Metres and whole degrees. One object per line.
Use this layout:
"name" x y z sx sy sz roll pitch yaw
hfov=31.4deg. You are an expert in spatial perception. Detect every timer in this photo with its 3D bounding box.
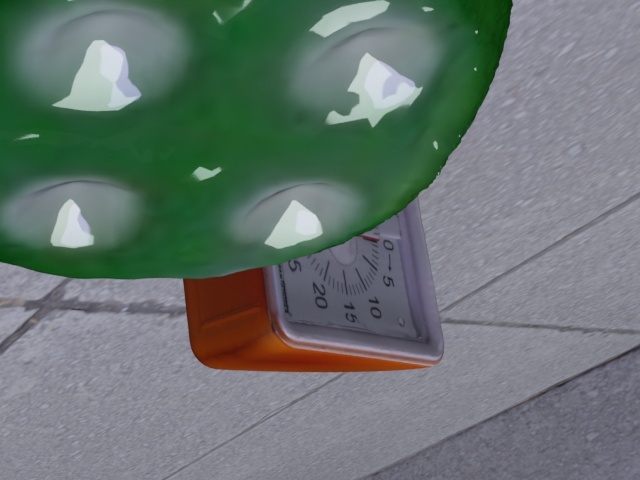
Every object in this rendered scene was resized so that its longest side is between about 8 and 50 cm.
"timer" 0.000 0.000 1.096 0.250 0.257 0.161 5 157 -35

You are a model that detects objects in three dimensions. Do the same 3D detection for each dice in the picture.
"dice" -0.079 -0.164 0.607 0.300 0.287 0.297 0 147 -22
